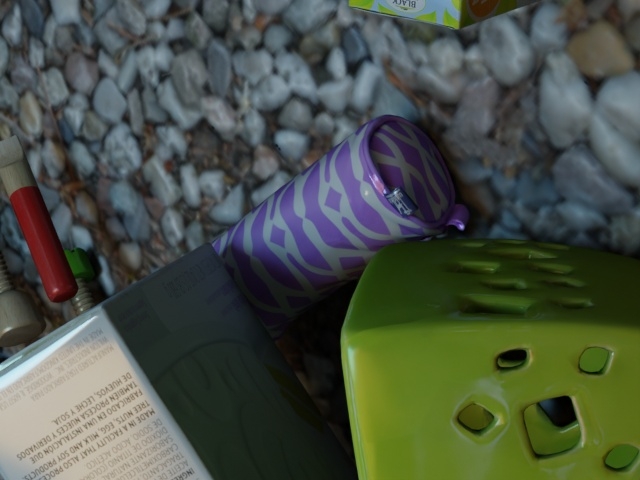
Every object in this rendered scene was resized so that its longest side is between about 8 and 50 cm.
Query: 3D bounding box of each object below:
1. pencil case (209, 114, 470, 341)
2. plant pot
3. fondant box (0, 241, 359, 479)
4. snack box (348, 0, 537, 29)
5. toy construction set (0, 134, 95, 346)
[{"bbox_3d":[0.000,0.000,0.795,0.088,0.086,0.206,43,131,-17],"label":"pencil case"},{"bbox_3d":[0.137,0.114,0.620,0.207,0.227,0.228,-7,99,8],"label":"plant pot"},{"bbox_3d":[-0.034,0.174,0.684,0.096,0.238,0.330,-31,93,10],"label":"fondant box"},{"bbox_3d":[0.092,-0.222,0.591,0.070,0.174,0.207,18,118,32],"label":"snack box"},{"bbox_3d":[-0.342,0.014,0.983,0.309,0.257,0.237,-31,71,17],"label":"toy construction set"}]
